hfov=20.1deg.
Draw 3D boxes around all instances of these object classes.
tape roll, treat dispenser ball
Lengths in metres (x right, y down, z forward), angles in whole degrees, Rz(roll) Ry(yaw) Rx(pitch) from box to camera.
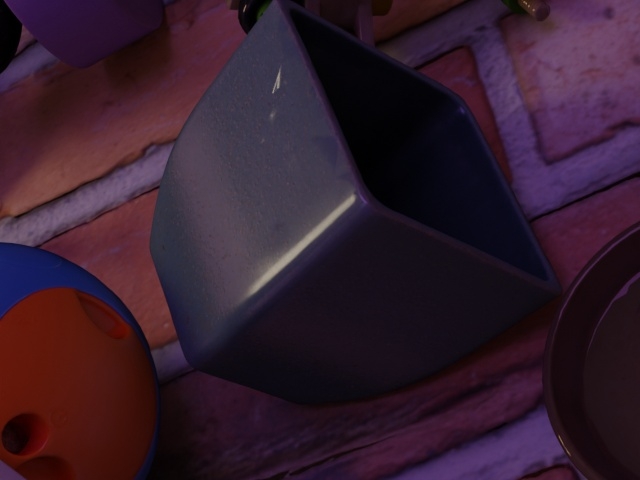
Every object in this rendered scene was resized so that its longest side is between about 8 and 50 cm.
[{"bbox_3d":[-0.269,-0.315,1.834,0.090,0.275,0.274,-28,51,12],"label":"tape roll"},{"bbox_3d":[-0.280,0.144,1.546,0.288,0.288,0.288,-15,55,22],"label":"treat dispenser ball"}]

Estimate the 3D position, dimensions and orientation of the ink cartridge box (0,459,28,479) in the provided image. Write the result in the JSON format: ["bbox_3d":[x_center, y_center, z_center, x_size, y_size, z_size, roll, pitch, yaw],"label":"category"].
[{"bbox_3d":[-0.266,0.386,1.327,0.285,0.166,0.394,29,116,33],"label":"ink cartridge box"}]

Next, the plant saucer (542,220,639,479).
[{"bbox_3d":[0.308,0.091,1.401,0.278,0.041,0.277,-15,55,23],"label":"plant saucer"}]

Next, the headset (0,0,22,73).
[{"bbox_3d":[-0.404,-0.183,1.832,0.243,0.185,0.394,-22,54,19],"label":"headset"}]

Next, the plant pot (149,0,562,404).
[{"bbox_3d":[0.000,0.000,1.516,0.252,0.248,0.247,-44,47,24],"label":"plant pot"}]

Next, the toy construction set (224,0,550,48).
[{"bbox_3d":[0.045,-0.258,1.679,0.309,0.257,0.237,-23,37,-9],"label":"toy construction set"}]
